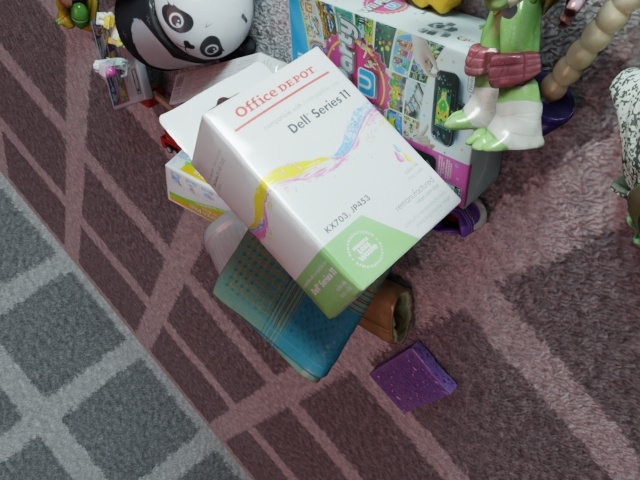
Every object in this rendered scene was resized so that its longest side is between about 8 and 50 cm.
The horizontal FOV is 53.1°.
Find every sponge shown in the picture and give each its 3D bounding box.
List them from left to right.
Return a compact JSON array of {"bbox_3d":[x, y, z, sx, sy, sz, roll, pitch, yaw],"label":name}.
[{"bbox_3d":[0.186,0.285,1.318,0.117,0.031,0.210,48,148,6],"label":"sponge"}]

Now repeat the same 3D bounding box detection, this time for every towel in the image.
[{"bbox_3d":[0.000,0.000,1.015,0.271,0.370,0.040,37,-169,33],"label":"towel"}]

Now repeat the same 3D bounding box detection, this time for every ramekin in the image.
[{"bbox_3d":[-0.108,0.017,1.210,0.207,0.207,0.109,120,134,-57],"label":"ramekin"}]

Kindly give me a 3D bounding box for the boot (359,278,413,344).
[{"bbox_3d":[0.056,0.142,1.285,0.269,0.089,0.236,26,138,36],"label":"boot"}]

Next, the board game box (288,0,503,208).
[{"bbox_3d":[0.100,-0.207,0.861,0.303,0.097,0.224,32,144,31],"label":"board game box"}]

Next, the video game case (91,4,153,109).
[{"bbox_3d":[-0.433,-0.396,1.395,0.183,0.023,0.201,3,110,52],"label":"video game case"}]

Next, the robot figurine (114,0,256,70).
[{"bbox_3d":[-0.230,-0.369,1.050,0.278,0.209,0.173,8,115,50],"label":"robot figurine"}]

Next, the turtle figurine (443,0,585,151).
[{"bbox_3d":[0.130,-0.224,0.587,0.198,0.275,0.266,25,125,48],"label":"turtle figurine"}]

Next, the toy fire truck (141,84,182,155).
[{"bbox_3d":[-0.317,-0.252,1.413,0.192,0.047,0.135,30,141,31],"label":"toy fire truck"}]

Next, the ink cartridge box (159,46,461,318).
[{"bbox_3d":[-0.020,-0.104,0.831,0.353,0.207,0.119,47,151,6],"label":"ink cartridge box"}]

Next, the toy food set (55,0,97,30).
[{"bbox_3d":[-0.557,-0.540,1.409,0.128,0.071,0.218,51,149,1],"label":"toy food set"}]

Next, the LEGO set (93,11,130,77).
[{"bbox_3d":[-0.363,-0.447,1.211,0.107,0.132,0.287,26,132,20],"label":"LEGO set"}]

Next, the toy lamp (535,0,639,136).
[{"bbox_3d":[0.273,-0.199,0.660,0.080,0.080,0.274,46,146,11],"label":"toy lamp"}]

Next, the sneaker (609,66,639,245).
[{"bbox_3d":[0.394,-0.016,0.678,0.182,0.158,0.410,-118,7,-60],"label":"sneaker"}]

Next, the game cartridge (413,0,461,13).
[{"bbox_3d":[0.109,-0.439,0.661,0.285,0.053,0.323,48,151,6],"label":"game cartridge"}]

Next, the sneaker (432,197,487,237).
[{"bbox_3d":[0.163,-0.053,0.959,0.170,0.071,0.068,24,139,39],"label":"sneaker"}]

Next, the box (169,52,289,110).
[{"bbox_3d":[-0.165,-0.262,1.099,0.324,0.063,0.067,9,86,54],"label":"box"}]

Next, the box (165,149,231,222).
[{"bbox_3d":[-0.199,-0.107,1.303,0.203,0.114,0.103,27,143,13],"label":"box"}]
